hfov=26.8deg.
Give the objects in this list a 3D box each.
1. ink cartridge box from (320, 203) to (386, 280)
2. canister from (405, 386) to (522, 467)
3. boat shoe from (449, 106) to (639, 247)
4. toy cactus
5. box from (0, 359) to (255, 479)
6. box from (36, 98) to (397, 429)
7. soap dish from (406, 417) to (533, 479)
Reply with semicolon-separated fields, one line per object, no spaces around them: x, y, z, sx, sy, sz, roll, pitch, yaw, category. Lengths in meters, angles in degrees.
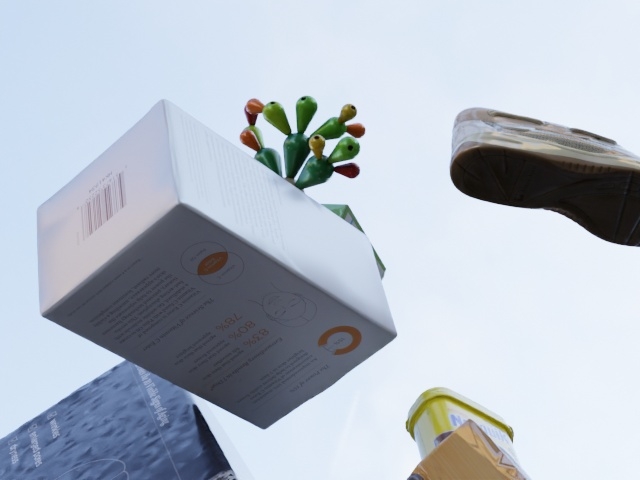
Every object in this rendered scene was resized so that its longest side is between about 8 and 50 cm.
0.000;0.000;1.852;0.109;0.062;0.209;3;-35;31;ink cartridge box
0.168;0.247;1.492;0.126;0.170;0.073;29;-73;-16;canister
0.286;-0.075;1.446;0.302;0.098;0.109;13;-46;-6;boat shoe
-0.032;-0.094;1.706;0.112;0.219;0.180;12;-89;-53;toy cactus
-0.275;0.409;1.551;0.472;0.480;0.297;-34;-71;-6;box
-0.115;0.037;1.499;0.215;0.168;0.345;-37;-48;23;box
0.114;0.342;1.200;0.118;0.229;0.291;1;-50;-46;soap dish
